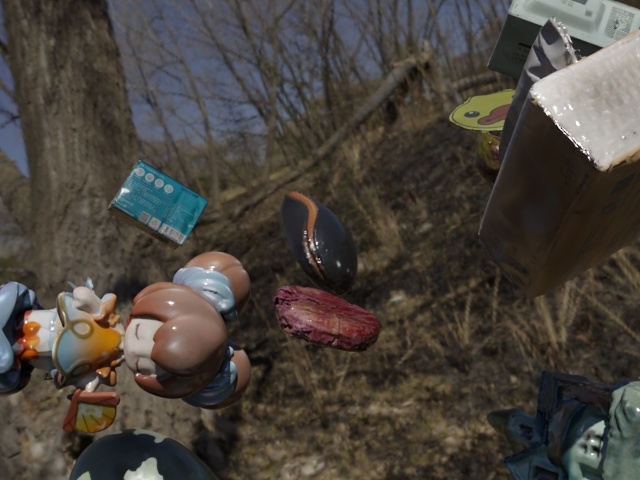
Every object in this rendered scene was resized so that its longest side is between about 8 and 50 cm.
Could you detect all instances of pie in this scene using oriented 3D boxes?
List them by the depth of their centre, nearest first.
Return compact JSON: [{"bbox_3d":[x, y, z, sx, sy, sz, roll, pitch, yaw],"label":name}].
[{"bbox_3d":[0.009,0.141,1.365,0.204,0.054,0.218,18,10,2],"label":"pie"}]

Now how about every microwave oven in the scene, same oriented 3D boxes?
[{"bbox_3d":[0.417,-0.346,1.287,0.162,0.208,0.122,99,-164,-62],"label":"microwave oven"}]

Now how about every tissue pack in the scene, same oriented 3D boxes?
[{"bbox_3d":[0.318,-0.112,0.970,0.239,0.238,0.305,-21,-29,-13],"label":"tissue pack"},{"bbox_3d":[-0.336,-0.073,1.553,0.120,0.169,0.082,-63,13,-17],"label":"tissue pack"}]

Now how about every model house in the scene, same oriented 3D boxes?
[{"bbox_3d":[0.373,0.325,1.169,0.194,0.267,0.325,4,3,-43],"label":"model house"}]

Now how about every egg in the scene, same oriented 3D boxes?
[{"bbox_3d":[-0.319,0.510,1.419,0.258,0.352,0.258,-49,-21,-26],"label":"egg"}]

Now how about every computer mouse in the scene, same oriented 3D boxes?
[{"bbox_3d":[0.004,-0.003,1.640,0.116,0.183,0.323,-34,33,7],"label":"computer mouse"}]

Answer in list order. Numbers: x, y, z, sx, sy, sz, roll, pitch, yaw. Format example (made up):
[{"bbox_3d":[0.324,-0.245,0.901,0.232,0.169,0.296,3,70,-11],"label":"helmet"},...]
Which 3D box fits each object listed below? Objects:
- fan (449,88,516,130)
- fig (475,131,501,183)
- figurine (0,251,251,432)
[{"bbox_3d":[0.410,-0.269,1.583,0.230,0.011,0.335,-23,30,-14],"label":"fan"},{"bbox_3d":[0.442,-0.219,1.894,0.109,0.154,0.103,-17,-20,12],"label":"fig"},{"bbox_3d":[-0.313,0.167,1.242,0.388,0.276,0.248,0,10,-1],"label":"figurine"}]
